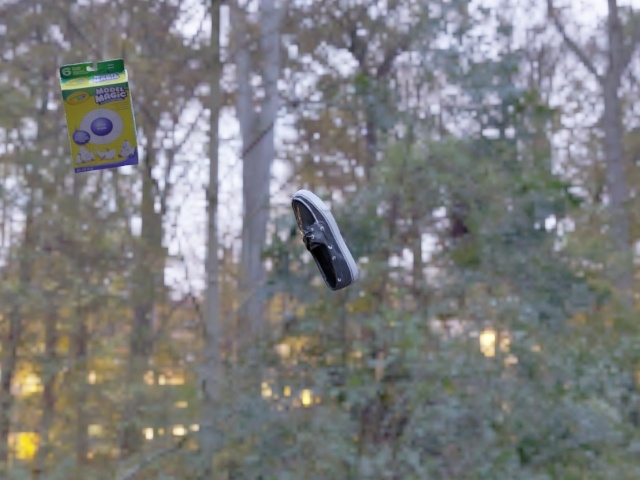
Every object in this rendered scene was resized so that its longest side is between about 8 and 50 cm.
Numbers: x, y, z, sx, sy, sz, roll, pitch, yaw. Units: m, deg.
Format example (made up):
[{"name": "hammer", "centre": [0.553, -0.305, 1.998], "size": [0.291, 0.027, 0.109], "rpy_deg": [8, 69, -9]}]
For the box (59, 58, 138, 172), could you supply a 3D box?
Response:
[{"name": "box", "centre": [-0.342, -0.194, 1.897], "size": [0.105, 0.043, 0.179], "rpy_deg": [-9, -53, -9]}]

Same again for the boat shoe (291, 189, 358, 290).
[{"name": "boat shoe", "centre": [0.000, 0.000, 1.594], "size": [0.040, 0.142, 0.049], "rpy_deg": [-29, -3, -43]}]
